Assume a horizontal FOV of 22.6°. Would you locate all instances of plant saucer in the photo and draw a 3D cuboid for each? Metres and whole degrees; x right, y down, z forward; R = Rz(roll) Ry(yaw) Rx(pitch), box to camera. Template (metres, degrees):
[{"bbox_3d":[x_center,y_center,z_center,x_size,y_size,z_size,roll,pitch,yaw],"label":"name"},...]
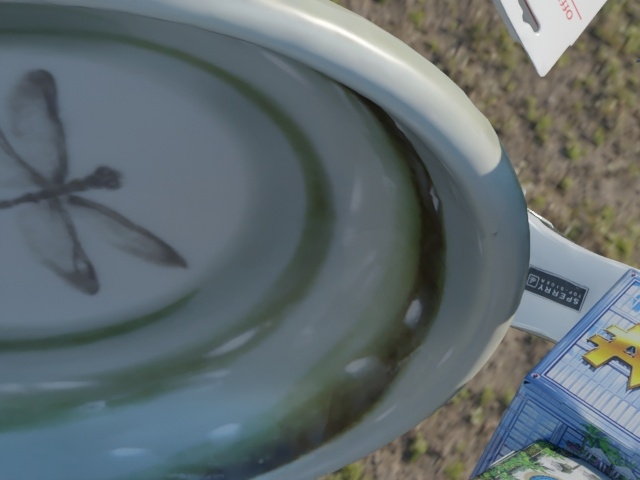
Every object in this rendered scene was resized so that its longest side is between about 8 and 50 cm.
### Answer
[{"bbox_3d":[-0.122,-0.004,0.641,0.400,0.400,0.100,2,55,-13],"label":"plant saucer"}]

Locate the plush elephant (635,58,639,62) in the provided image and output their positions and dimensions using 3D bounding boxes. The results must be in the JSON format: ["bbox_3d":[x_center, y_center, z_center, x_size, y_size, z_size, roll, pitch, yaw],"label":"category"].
[{"bbox_3d":[0.293,0.007,0.737,0.272,0.330,0.255,-49,66,13],"label":"plush elephant"}]

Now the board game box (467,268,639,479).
[{"bbox_3d":[0.061,0.109,0.515,0.060,0.194,0.194,33,20,22],"label":"board game box"}]

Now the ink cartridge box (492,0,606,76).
[{"bbox_3d":[0.172,-0.219,1.189,0.060,0.104,0.180,15,58,47],"label":"ink cartridge box"}]

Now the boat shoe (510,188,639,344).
[{"bbox_3d":[0.148,0.012,1.303,0.306,0.105,0.113,20,91,-15],"label":"boat shoe"}]
